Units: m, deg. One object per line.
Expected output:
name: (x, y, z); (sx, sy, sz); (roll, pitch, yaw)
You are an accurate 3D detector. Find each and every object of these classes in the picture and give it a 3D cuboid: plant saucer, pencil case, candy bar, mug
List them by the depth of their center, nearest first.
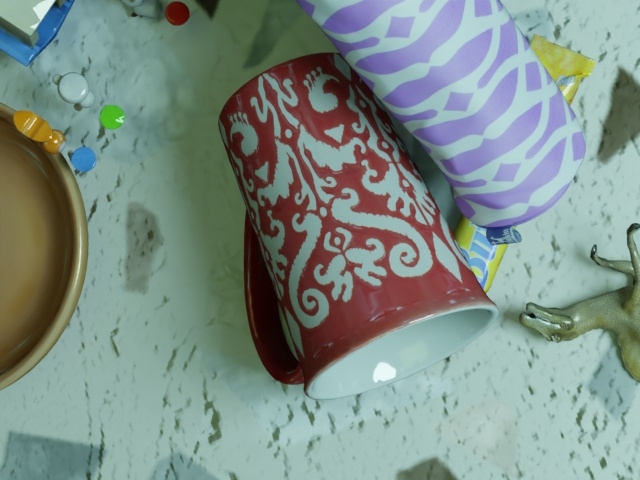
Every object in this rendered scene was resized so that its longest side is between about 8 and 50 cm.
pencil case: (0.059, -0.095, 0.673); (0.088, 0.206, 0.086); (-1, 47, 46)
mug: (-0.002, -0.003, 0.731); (0.150, 0.113, 0.169); (-29, 71, 16)
candy bar: (0.110, -0.039, 0.756); (0.040, 0.018, 0.161); (24, 92, 15)
plant saucer: (-0.237, 0.005, 0.833); (0.200, 0.037, 0.200); (-1, 86, 15)

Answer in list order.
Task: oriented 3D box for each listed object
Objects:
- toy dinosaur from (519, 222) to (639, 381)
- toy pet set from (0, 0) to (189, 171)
toy dinosaur: (0.207, 0.044, 0.717); (0.183, 0.053, 0.093); (17, 106, 22)
toy pet set: (-0.160, -0.119, 0.812); (0.114, 0.065, 0.122); (33, 82, -6)
